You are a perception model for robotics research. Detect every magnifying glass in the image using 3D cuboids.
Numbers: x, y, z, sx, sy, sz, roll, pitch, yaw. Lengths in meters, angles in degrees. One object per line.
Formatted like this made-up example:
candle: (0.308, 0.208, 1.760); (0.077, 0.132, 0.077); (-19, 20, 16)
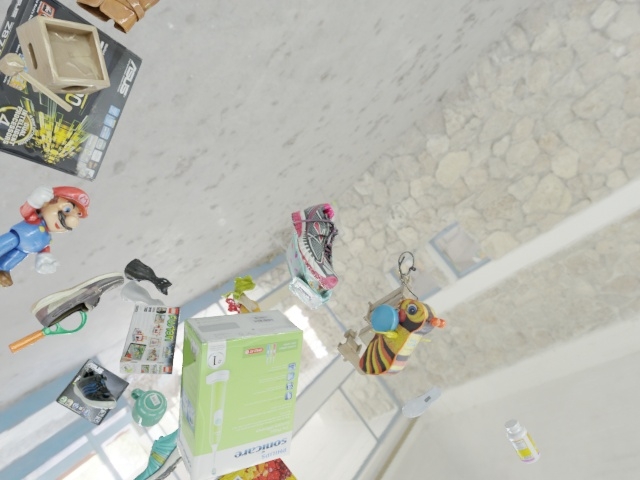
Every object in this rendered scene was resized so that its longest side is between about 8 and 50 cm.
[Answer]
magnifying glass: (-0.851, 0.280, 1.381); (0.026, 0.092, 0.231); (-20, -171, 38)

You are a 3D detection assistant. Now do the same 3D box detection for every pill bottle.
pill bottle: (0.428, 0.427, 0.936); (0.043, 0.083, 0.043); (-30, 178, -1)

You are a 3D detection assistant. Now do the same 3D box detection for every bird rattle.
bird rattle: (-0.324, 0.277, 1.839); (0.143, 0.207, 0.254); (-36, 157, -31)

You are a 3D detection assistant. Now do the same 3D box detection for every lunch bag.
lunch bag: (-0.033, 0.119, 1.618); (0.160, 0.262, 0.223); (-8, 163, -16)

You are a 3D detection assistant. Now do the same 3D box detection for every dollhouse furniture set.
dollhouse furniture set: (0.260, 0.334, 1.742); (0.303, 0.174, 0.355); (-36, -173, 25)

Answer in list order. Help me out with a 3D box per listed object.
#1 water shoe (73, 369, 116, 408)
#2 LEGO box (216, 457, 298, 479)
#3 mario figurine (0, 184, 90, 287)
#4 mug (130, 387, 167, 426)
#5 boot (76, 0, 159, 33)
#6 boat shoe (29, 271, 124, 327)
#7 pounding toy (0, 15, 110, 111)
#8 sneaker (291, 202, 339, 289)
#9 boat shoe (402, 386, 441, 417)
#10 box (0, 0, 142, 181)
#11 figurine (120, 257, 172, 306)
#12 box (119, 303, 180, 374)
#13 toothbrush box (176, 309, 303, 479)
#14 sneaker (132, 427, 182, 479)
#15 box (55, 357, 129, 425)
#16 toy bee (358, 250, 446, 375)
water shoe: (-0.684, 0.448, 1.332); (0.073, 0.203, 0.080); (32, 71, -52)
LEGO box: (-0.233, 0.868, 1.161); (0.500, 0.372, 0.193); (-29, 144, -34)
mario figurine: (-0.746, -0.021, 1.179); (0.198, 0.170, 0.321); (-26, -155, 55)
mug: (-0.708, 0.677, 1.794); (0.097, 0.157, 0.129); (-54, -158, 35)
boot: (-0.496, -0.628, 1.021); (0.220, 0.283, 0.109); (-58, -178, -5)
boat shoe: (-0.757, 0.189, 1.403); (0.285, 0.092, 0.103); (-27, 168, -47)
pounding toy: (-0.557, -0.348, 0.899); (0.094, 0.181, 0.206); (-4, -168, 30)
sneaker: (0.000, 0.000, 1.160); (0.112, 0.299, 0.121); (-23, 133, 7)
boat shoe: (0.295, 0.477, 1.278); (0.142, 0.049, 0.040); (-20, 147, -26)
box: (-0.692, -0.391, 1.162); (0.318, 0.097, 0.395); (24, 88, -62)
figurine: (-0.755, 0.215, 1.918); (0.215, 0.209, 0.092); (-66, 173, 31)
box: (-0.405, 0.234, 1.059); (0.207, 0.114, 0.036); (-111, -148, -58)
toothbrush box: (-0.162, 0.297, 0.872); (0.206, 0.283, 0.122); (-1, -167, -32)
sneaker: (-0.503, 0.688, 1.407); (0.275, 0.110, 0.107); (-43, 161, -19)
box: (-0.884, 0.589, 1.710); (0.184, 0.190, 0.045); (-57, -164, -23)
toy bee: (0.197, 0.196, 1.017); (0.195, 0.299, 0.162); (-7, -161, -37)
